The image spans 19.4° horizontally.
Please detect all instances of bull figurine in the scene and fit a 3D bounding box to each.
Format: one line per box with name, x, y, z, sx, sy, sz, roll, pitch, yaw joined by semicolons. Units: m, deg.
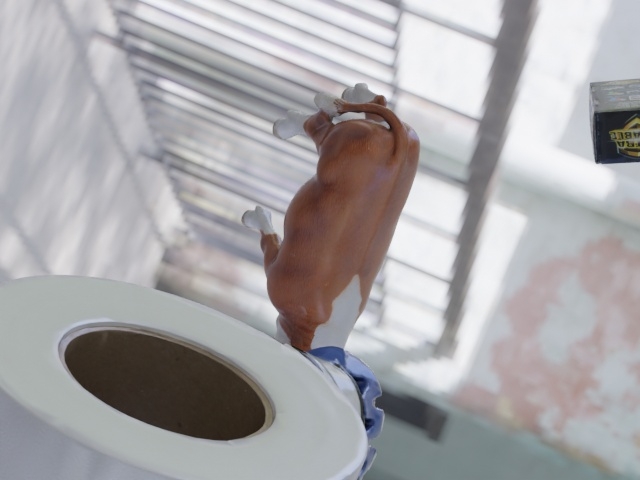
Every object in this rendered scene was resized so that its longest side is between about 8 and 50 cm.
bull figurine;0.000;0.000;1.745;0.310;0.101;0.188;-63;-144;22

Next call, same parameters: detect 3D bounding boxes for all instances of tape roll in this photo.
tape roll;-0.114;0.150;1.087;0.246;0.246;0.169;-44;157;-71

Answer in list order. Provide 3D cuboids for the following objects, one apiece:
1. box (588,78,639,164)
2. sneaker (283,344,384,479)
box;0.351;-0.113;1.664;0.175;0.220;0.051;-66;152;-75
sneaker;-0.030;0.221;1.488;0.182;0.127;0.315;38;48;-63
